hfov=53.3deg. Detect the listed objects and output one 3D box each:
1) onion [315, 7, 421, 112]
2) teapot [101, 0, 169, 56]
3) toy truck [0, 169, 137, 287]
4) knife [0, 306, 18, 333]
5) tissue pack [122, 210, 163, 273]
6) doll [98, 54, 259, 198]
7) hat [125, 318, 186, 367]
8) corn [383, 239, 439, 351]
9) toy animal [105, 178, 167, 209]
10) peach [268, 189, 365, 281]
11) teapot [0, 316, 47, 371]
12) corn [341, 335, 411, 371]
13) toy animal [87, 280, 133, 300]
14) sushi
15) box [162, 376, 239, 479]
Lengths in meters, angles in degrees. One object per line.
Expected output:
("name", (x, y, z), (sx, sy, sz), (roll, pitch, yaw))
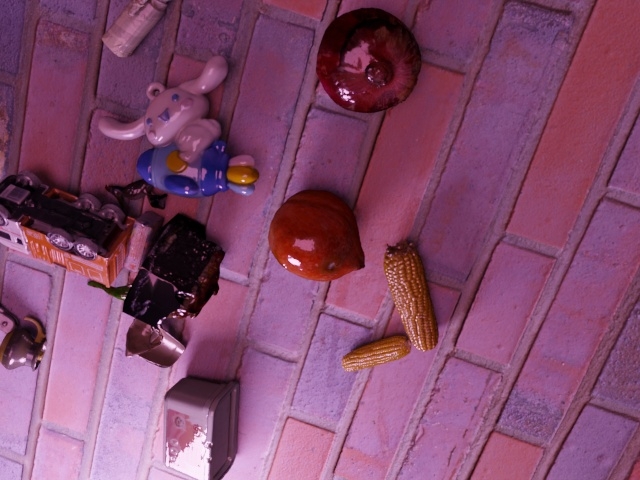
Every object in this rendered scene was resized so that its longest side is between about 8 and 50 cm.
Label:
("onion", (0.114, -0.413, 1.480), (0.246, 0.190, 0.246), (-3, 115, -6))
("teapot", (-0.461, -0.555, 1.585), (0.200, 0.107, 0.077), (-43, 93, 19))
("toy truck", (-0.718, -0.025, 1.757), (0.388, 0.173, 0.207), (21, 138, 4))
("knife", (-1.048, 0.192, 1.966), (0.265, 0.040, 0.073), (39, 101, -3))
("tissue pack", (-0.489, 0.004, 1.766), (0.060, 0.108, 0.148), (21, 109, 0))
("doll", (-0.345, -0.238, 1.621), (0.376, 0.187, 0.365), (-23, 95, 35))
("hat", (-0.488, 0.298, 1.889), (0.147, 0.085, 0.175), (-46, 118, 9))
("corn", (0.240, 0.150, 1.681), (0.106, 0.106, 0.305), (-13, 107, 14))
("toy animal", (-0.500, -0.137, 1.758), (0.202, 0.070, 0.105), (2, 95, 13))
("peach", (0.000, 0.000, 1.614), (0.257, 0.232, 0.232), (27, 110, 12))
("teapot", (-0.902, 0.320, 1.947), (0.119, 0.130, 0.165), (20, 78, -11))
("corn", (0.156, 0.314, 1.766), (0.206, 0.067, 0.067), (-22, 102, 19))
("toy animal", (-0.589, 0.142, 1.861), (0.217, 0.075, 0.041), (13, 109, 37))
("sushi", (-0.373, 0.094, 1.713), (0.212, 0.227, 0.215), (26, 116, -5))
("box", (-0.362, 0.561, 1.896), (0.182, 0.175, 0.311), (11, 109, 17))
